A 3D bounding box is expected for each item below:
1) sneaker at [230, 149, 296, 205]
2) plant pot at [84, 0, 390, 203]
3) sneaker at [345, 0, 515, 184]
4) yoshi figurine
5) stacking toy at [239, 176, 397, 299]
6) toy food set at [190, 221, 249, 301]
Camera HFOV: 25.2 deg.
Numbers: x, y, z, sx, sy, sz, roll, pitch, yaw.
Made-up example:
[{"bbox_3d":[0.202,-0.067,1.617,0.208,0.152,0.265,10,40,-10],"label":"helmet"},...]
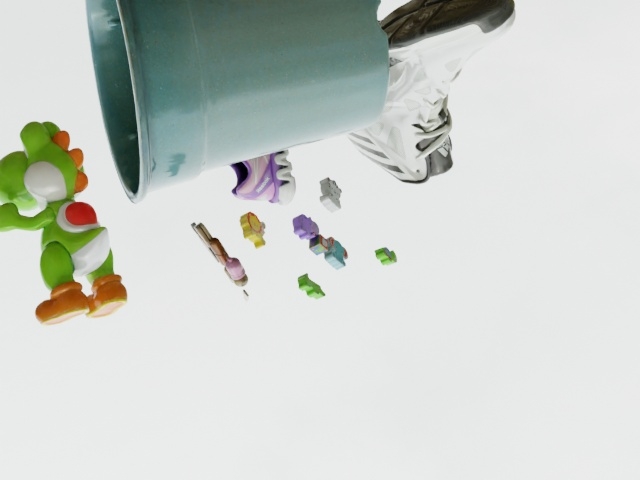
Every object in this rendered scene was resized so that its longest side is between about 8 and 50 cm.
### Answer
[{"bbox_3d":[-0.111,-0.165,2.235,0.105,0.236,0.095,-9,177,-17],"label":"sneaker"},{"bbox_3d":[-0.108,-0.244,1.840,0.334,0.341,0.341,-12,-151,-15],"label":"plant pot"},{"bbox_3d":[0.184,-0.240,2.237,0.447,0.257,0.169,-16,-152,52],"label":"sneaker"},{"bbox_3d":[-0.485,-0.028,2.565,0.203,0.362,0.203,-16,171,-5],"label":"yoshi figurine"},{"bbox_3d":[0.000,0.000,2.308,0.167,0.221,0.052,-24,-137,26],"label":"stacking toy"},{"bbox_3d":[-0.121,0.020,1.799,0.019,0.122,0.078,-36,175,-9],"label":"toy food set"}]
